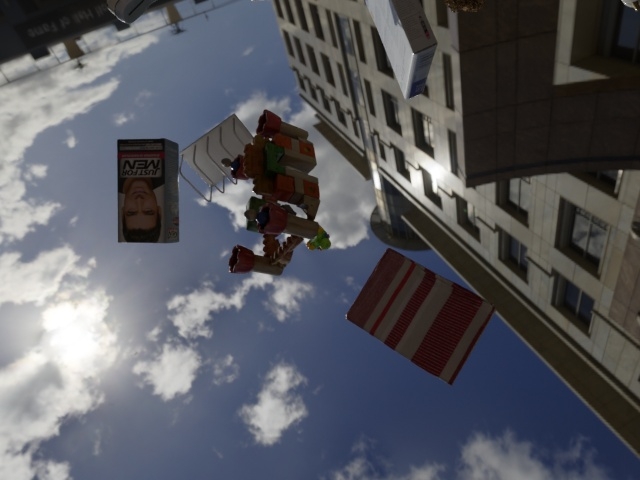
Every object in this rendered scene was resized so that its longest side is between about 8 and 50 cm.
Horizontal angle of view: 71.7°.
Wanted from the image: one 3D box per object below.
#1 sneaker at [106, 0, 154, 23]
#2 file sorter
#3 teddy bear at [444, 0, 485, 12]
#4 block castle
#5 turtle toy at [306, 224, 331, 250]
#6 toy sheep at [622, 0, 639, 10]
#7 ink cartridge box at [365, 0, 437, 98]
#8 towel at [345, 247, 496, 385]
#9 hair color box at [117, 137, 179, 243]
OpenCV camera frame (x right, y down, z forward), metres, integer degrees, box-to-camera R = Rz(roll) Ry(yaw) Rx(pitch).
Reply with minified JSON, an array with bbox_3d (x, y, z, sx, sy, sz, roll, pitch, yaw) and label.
[{"bbox_3d":[-0.516,-0.746,1.286,0.091,0.094,0.258,37,-106,10],"label":"sneaker"},{"bbox_3d":[-0.382,-0.312,1.724,0.278,0.193,0.173,-32,-144,11],"label":"file sorter"},{"bbox_3d":[0.263,-0.602,0.798,0.113,0.338,0.245,9,-119,18],"label":"teddy bear"},{"bbox_3d":[-0.174,-0.145,1.336,0.213,0.303,0.453,15,-129,-28],"label":"block castle"},{"bbox_3d":[0.000,0.000,1.615,0.095,0.066,0.130,-64,-165,6],"label":"turtle toy"},{"bbox_3d":[0.689,-0.542,0.947,0.132,0.091,0.091,-18,-144,-24],"label":"toy sheep"},{"bbox_3d":[0.201,-0.580,1.167,0.072,0.330,0.324,-21,177,7],"label":"ink cartridge box"},{"bbox_3d":[0.256,0.191,1.173,0.329,0.037,0.237,30,-92,26],"label":"towel"},{"bbox_3d":[-0.630,-0.177,1.626,0.186,0.374,0.113,0,-178,8],"label":"hair color box"}]
